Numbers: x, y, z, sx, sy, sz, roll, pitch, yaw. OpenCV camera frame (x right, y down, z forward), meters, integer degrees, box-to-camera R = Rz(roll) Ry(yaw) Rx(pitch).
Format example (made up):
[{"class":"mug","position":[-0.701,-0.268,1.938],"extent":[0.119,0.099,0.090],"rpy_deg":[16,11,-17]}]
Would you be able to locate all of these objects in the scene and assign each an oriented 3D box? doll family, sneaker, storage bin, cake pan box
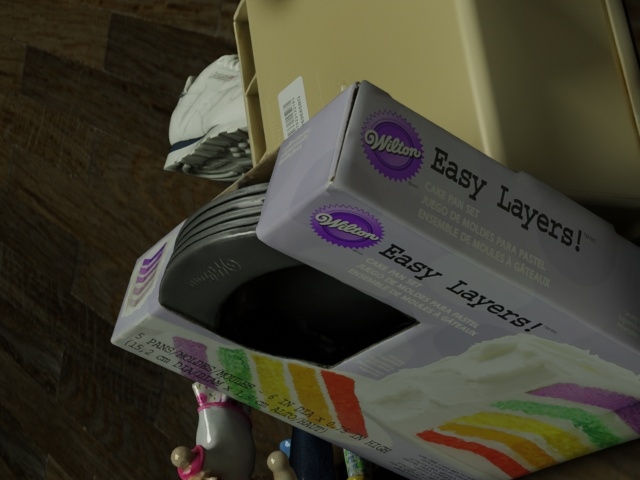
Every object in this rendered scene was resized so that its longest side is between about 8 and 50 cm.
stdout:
[{"class":"doll family","position":[0.001,0.176,0.856],"extent":[0.118,0.263,0.163],"rpy_deg":[-10,57,14]},{"class":"sneaker","position":[-0.059,-0.110,1.065],"extent":[0.235,0.090,0.094],"rpy_deg":[-9,70,55]},{"class":"storage bin","position":[0.061,-0.089,0.834],"extent":[0.260,0.123,0.262],"rpy_deg":[-34,59,52]},{"class":"cake pan box","position":[0.047,0.043,0.715],"extent":[0.246,0.267,0.070],"rpy_deg":[-33,35,49]}]
